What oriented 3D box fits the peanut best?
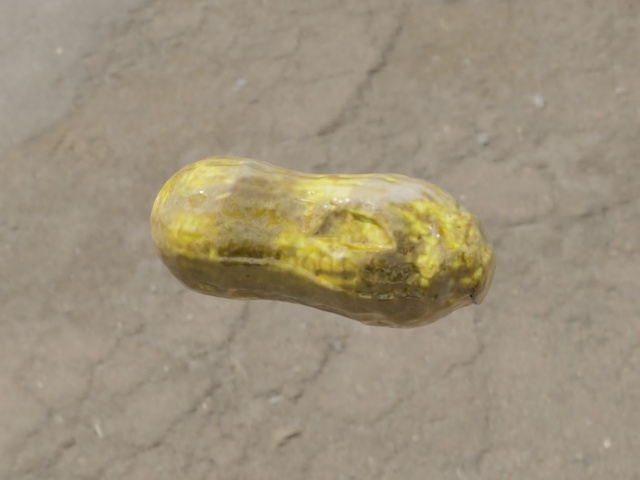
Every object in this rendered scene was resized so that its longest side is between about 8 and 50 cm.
[{"bbox_3d":[0.000,0.000,0.811,0.206,0.087,0.087,8,44,19],"label":"peanut"}]
